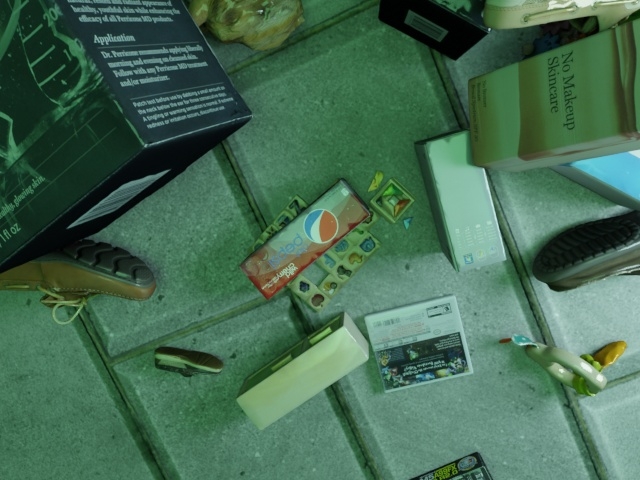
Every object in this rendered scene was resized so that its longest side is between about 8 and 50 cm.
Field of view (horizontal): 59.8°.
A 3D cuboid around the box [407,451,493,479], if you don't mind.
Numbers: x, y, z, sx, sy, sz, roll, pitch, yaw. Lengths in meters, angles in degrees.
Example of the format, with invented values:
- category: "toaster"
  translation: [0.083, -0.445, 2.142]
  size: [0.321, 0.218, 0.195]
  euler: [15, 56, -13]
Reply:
- category: "box"
  translation: [0.303, 0.619, 1.198]
  size: [0.216, 0.060, 0.270]
  euler: [-27, 97, 9]

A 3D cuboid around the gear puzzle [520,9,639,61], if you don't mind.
- category: "gear puzzle"
  translation: [0.457, -0.326, 0.884]
  size: [0.044, 0.339, 0.175]
  euler: [22, 97, -30]

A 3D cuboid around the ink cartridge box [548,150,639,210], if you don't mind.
- category: "ink cartridge box"
  translation: [0.551, -0.210, 0.960]
  size: [0.197, 0.198, 0.270]
  euler: [27, 101, -1]

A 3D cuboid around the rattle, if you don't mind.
- category: "rattle"
  translation: [0.483, 0.204, 1.108]
  size: [0.200, 0.130, 0.142]
  euler: [34, 90, 24]

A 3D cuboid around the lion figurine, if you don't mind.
- category: "lion figurine"
  translation: [-0.223, -0.486, 0.994]
  size: [0.240, 0.142, 0.392]
  euler: [-36, 95, 9]

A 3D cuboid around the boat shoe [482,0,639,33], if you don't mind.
- category: "boat shoe"
  translation: [0.370, -0.343, 0.757]
  size: [0.341, 0.121, 0.110]
  euler: [-7, 123, -15]

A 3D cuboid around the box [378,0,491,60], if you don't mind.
- category: "box"
  translation: [0.241, -0.476, 0.883]
  size: [0.183, 0.296, 0.294]
  euler: [28, 102, -1]

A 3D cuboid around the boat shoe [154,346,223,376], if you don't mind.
- category: "boat shoe"
  translation: [-0.279, 0.264, 1.181]
  size: [0.152, 0.056, 0.049]
  euler: [12, 106, 11]

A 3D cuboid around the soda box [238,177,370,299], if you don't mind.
- category: "soda box"
  translation: [-0.029, -0.004, 1.088]
  size: [0.263, 0.083, 0.092]
  euler: [-39, 95, 10]

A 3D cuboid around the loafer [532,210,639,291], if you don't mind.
- category: "loafer"
  translation: [0.584, 0.023, 1.032]
  size: [0.366, 0.134, 0.130]
  euler: [-22, 111, 8]

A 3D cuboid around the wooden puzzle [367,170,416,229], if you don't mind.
- category: "wooden puzzle"
  translation: [0.142, -0.079, 1.104]
  size: [0.116, 0.014, 0.078]
  euler: [35, 95, -4]

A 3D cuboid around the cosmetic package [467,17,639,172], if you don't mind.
- category: "cosmetic package"
  translation: [0.378, -0.200, 0.819]
  size: [0.129, 0.296, 0.153]
  euler: [0, 84, -39]

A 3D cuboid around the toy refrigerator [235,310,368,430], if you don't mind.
- category: "toy refrigerator"
  translation: [-0.038, 0.261, 1.136]
  size: [0.269, 0.102, 0.094]
  euler: [-35, 96, 10]

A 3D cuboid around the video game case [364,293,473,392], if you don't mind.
- category: "video game case"
  translation: [0.203, 0.214, 1.152]
  size: [0.190, 0.022, 0.173]
  euler: [-14, 99, 6]

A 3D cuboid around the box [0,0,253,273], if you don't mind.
- category: "box"
  translation: [-0.459, -0.263, 0.903]
  size: [0.480, 0.297, 0.471]
  euler: [-29, 95, 30]

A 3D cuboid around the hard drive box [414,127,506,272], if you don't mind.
- category: "hard drive box"
  translation: [0.248, -0.079, 1.015]
  size: [0.089, 0.181, 0.232]
  euler: [-16, 99, 6]

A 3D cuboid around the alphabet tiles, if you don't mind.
- category: "alphabet tiles"
  translation: [0.000, 0.000, 1.134]
  size: [0.198, 0.009, 0.237]
  euler: [41, 100, -3]

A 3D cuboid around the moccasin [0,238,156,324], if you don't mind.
- category: "moccasin"
  translation: [-0.519, 0.077, 1.120]
  size: [0.380, 0.139, 0.147]
  euler: [6, 107, 0]
